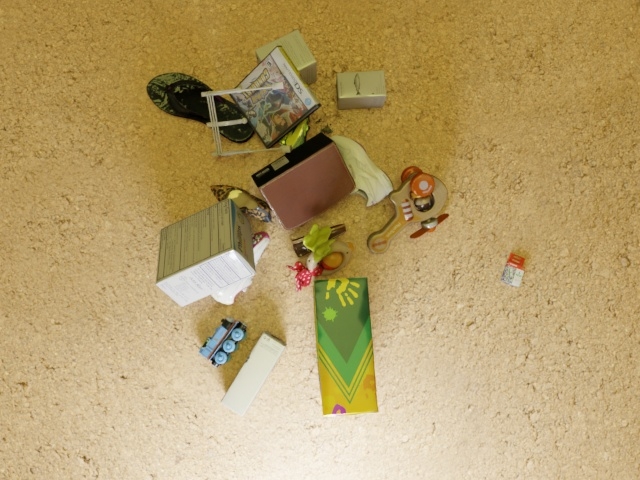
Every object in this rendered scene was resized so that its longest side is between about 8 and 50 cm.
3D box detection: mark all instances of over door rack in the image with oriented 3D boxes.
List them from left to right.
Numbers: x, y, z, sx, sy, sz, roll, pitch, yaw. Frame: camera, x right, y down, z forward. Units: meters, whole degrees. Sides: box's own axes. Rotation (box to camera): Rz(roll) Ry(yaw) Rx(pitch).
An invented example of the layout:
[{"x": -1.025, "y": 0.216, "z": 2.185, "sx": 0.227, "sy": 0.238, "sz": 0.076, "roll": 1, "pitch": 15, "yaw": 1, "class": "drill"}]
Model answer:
[{"x": -0.252, "y": -0.426, "z": 1.675, "sx": 0.325, "sy": 0.108, "sz": 0.239, "roll": 0, "pitch": 110, "yaw": 19, "class": "over door rack"}]

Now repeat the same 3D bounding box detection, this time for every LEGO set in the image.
[{"x": 0.018, "y": -0.434, "z": 1.804, "sx": 0.054, "sy": 0.023, "sz": 0.083, "roll": -23, "pitch": 69, "yaw": -6, "class": "LEGO set"}]

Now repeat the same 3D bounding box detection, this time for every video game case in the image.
[{"x": -0.168, "y": -0.506, "z": 1.681, "sx": 0.275, "sy": 0.035, "sz": 0.248, "roll": -32, "pitch": 96, "yaw": 33, "class": "video game case"}]

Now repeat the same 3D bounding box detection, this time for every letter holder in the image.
[{"x": -0.055, "y": -0.205, "z": 1.673, "sx": 0.302, "sy": 0.152, "sz": 0.214, "roll": -32, "pitch": 120, "yaw": -2, "class": "letter holder"}]

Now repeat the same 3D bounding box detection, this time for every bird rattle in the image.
[{"x": 0.011, "y": 0.076, "z": 1.652, "sx": 0.207, "sy": 0.253, "sz": 0.143, "roll": 0, "pitch": 38, "yaw": -29, "class": "bird rattle"}]

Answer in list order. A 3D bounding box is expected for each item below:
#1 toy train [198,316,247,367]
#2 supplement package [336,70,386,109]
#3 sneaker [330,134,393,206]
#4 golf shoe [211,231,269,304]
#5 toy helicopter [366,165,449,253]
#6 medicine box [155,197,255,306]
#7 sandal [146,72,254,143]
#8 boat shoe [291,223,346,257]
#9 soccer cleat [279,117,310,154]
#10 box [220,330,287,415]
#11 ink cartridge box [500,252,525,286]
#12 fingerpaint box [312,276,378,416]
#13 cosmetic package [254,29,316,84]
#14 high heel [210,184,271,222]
[{"x": -0.341, "y": 0.355, "z": 1.658, "sx": 0.105, "sy": 0.080, "sz": 0.184, "roll": 34, "pitch": 83, "yaw": 10, "class": "toy train"}, {"x": 0.152, "y": -0.569, "z": 1.779, "sx": 0.180, "sy": 0.105, "sz": 0.105, "roll": -4, "pitch": 82, "yaw": -1, "class": "supplement package"}, {"x": 0.125, "y": -0.259, "z": 1.729, "sx": 0.152, "sy": 0.114, "sz": 0.305, "roll": -41, "pitch": 84, "yaw": -7, "class": "sneaker"}, {"x": -0.285, "y": 0.098, "z": 1.692, "sx": 0.306, "sy": 0.115, "sz": 0.140, "roll": -46, "pitch": 123, "yaw": -19, "class": "golf shoe"}, {"x": 0.318, "y": -0.080, "z": 1.703, "sx": 0.235, "sy": 0.140, "sz": 0.355, "roll": 40, "pitch": 100, "yaw": -19, "class": "toy helicopter"}, {"x": -0.386, "y": 0.037, "z": 1.580, "sx": 0.290, "sy": 0.149, "sz": 0.263, "roll": -23, "pitch": 44, "yaw": 8, "class": "medicine box"}, {"x": -0.449, "y": -0.522, "z": 1.767, "sx": 0.446, "sy": 0.107, "sz": 0.167, "roll": 25, "pitch": 83, "yaw": 2, "class": "sandal"}, {"x": 0.000, "y": 0.000, "z": 1.716, "sx": 0.207, "sy": 0.073, "sz": 0.073, "roll": -20, "pitch": 96, "yaw": 6, "class": "boat shoe"}, {"x": -0.101, "y": -0.406, "z": 1.761, "sx": 0.121, "sy": 0.093, "sz": 0.288, "roll": 2, "pitch": 82, "yaw": 2, "class": "soccer cleat"}, {"x": -0.227, "y": 0.456, "z": 1.627, "sx": 0.094, "sy": 0.113, "sz": 0.275, "roll": 32, "pitch": 82, "yaw": 5, "class": "box"}, {"x": 0.713, "y": 0.107, "z": 1.723, "sx": 0.063, "sy": 0.029, "sz": 0.115, "roll": 22, "pitch": 83, "yaw": 3, "class": "ink cartridge box"}, {"x": 0.067, "y": 0.314, "z": 1.480, "sx": 0.164, "sy": 0.445, "sz": 0.370, "roll": -4, "pitch": 81, "yaw": -2, "class": "fingerpaint box"}, {"x": -0.128, "y": -0.656, "z": 1.766, "sx": 0.184, "sy": 0.151, "sz": 0.151, "roll": -27, "pitch": 82, "yaw": -4, "class": "cosmetic package"}, {"x": -0.293, "y": -0.151, "z": 1.674, "sx": 0.261, "sy": 0.186, "sz": 0.093, "roll": 28, "pitch": 84, "yaw": 4, "class": "high heel"}]
